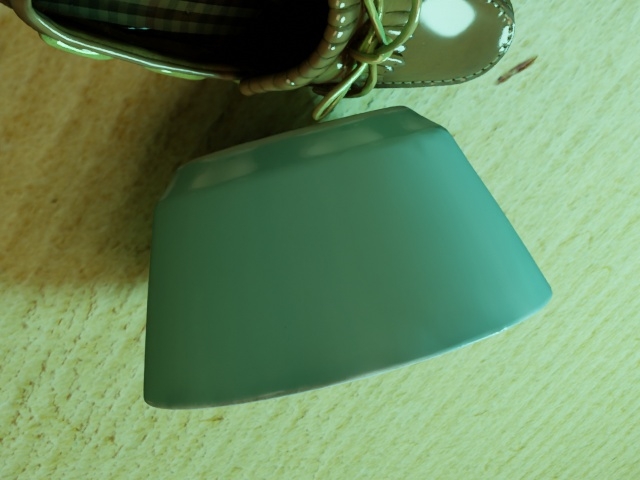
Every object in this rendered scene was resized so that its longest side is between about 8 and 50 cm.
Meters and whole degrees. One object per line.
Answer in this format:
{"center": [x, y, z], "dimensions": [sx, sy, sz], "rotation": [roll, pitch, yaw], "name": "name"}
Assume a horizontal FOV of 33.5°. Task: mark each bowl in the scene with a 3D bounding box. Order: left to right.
{"center": [0.000, 0.000, 0.792], "dimensions": [0.312, 0.163, 0.311], "rotation": [-15, -178, 1], "name": "bowl"}

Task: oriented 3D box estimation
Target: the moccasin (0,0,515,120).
{"center": [-0.019, -0.150, 0.674], "dimensions": [0.380, 0.147, 0.139], "rotation": [8, 130, -40], "name": "moccasin"}
